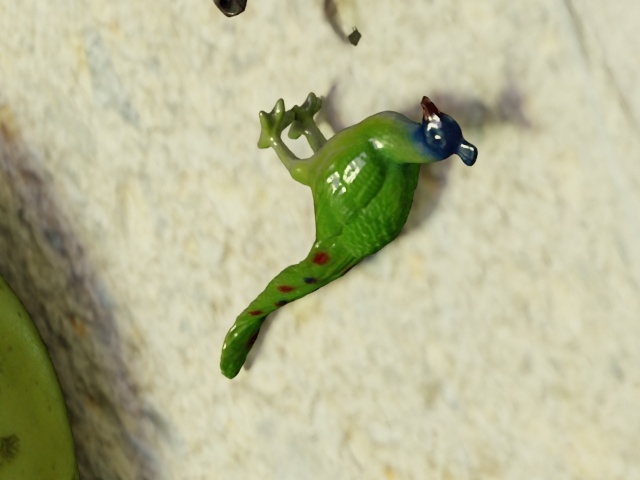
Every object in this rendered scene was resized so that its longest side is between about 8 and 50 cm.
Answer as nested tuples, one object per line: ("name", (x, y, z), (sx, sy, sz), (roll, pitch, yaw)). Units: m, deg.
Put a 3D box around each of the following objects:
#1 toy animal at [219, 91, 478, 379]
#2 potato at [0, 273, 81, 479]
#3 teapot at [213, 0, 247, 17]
("toy animal", (-0.008, -0.015, 0.833), (0.075, 0.041, 0.217), (60, 140, 11))
("potato", (-0.241, 0.092, 0.980), (0.216, 0.216, 0.304), (-44, 66, 44))
("teapot", (-0.048, -0.176, 0.777), (0.087, 0.096, 0.177), (-17, 90, 47))
